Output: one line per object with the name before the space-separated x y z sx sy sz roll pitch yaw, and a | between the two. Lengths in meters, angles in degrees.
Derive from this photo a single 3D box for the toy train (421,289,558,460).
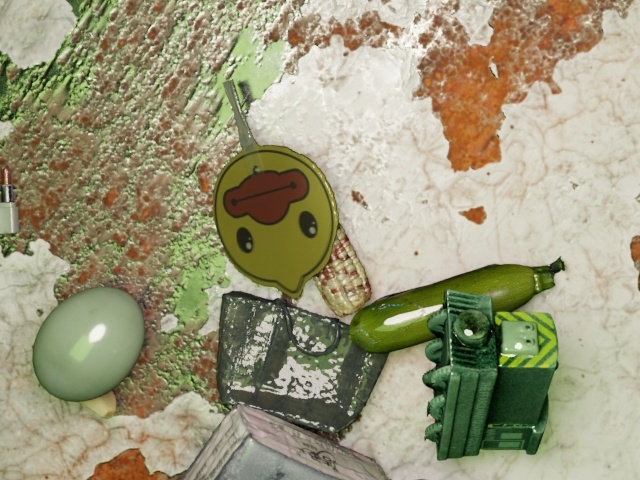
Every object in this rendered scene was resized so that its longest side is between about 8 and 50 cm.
toy train | 0.231 0.190 1.503 0.178 0.330 0.138 1 56 2

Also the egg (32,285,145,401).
egg | -0.348 0.155 1.649 0.149 0.149 0.192 41 101 1

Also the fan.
fan | -0.081 -0.074 1.598 0.230 0.011 0.334 -13 97 36

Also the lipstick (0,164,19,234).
lipstick | -0.486 -0.063 1.701 0.025 0.025 0.107 -1 92 8

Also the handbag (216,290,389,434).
handbag | -0.038 0.184 1.647 0.271 0.089 0.175 16 93 6

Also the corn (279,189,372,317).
corn | 0.000 0.000 1.614 0.080 0.079 0.237 -29 89 12

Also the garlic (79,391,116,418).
garlic | -0.349 0.247 1.711 0.083 0.053 0.041 33 103 20

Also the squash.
squash | 0.199 0.090 1.578 0.332 0.087 0.087 -17 96 -2

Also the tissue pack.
tissue pack | -0.108 0.458 1.612 0.288 0.124 0.394 27 105 -31

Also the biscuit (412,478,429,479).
biscuit | 0.163 0.497 1.627 0.284 0.043 0.306 40 103 -23
